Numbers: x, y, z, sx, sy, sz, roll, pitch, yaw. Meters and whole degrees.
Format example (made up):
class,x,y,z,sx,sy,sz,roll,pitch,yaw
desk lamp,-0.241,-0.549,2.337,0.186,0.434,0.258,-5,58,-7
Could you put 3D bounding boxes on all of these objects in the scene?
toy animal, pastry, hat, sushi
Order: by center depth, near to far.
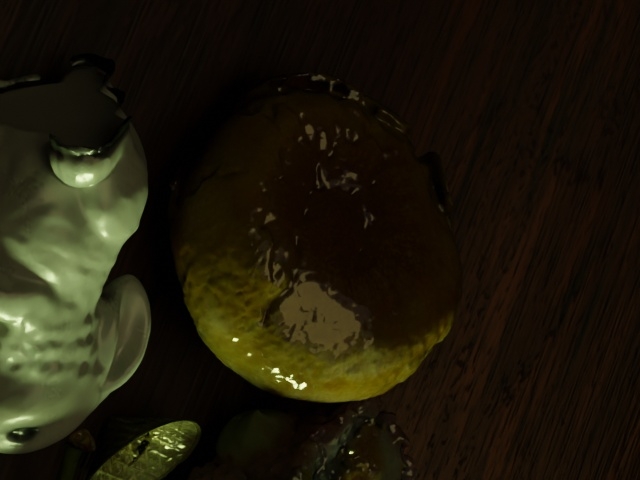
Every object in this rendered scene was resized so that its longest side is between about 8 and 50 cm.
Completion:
class,x,y,z,sx,sy,sz,roll,pitch,yaw
toy animal,-0.259,0.026,1.608,0.258,0.194,0.357,-35,136,-52
hat,-0.201,0.206,1.757,0.146,0.067,0.146,-30,157,-15
pastry,0.000,0.000,1.781,0.356,0.164,0.356,11,72,-37
sushi,-0.031,0.278,1.843,0.270,0.171,0.236,-46,124,-28

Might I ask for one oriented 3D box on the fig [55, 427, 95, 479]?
class,x,y,z,sx,sy,sz,roll,pitch,yaw
fig,-0.263,0.318,1.669,0.151,0.151,0.259,-17,104,-38
